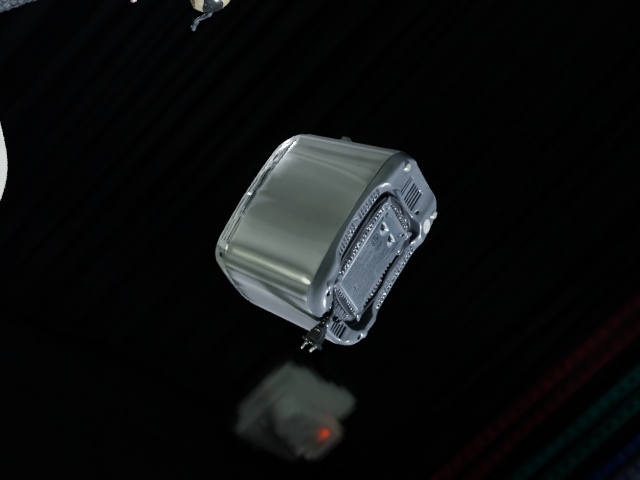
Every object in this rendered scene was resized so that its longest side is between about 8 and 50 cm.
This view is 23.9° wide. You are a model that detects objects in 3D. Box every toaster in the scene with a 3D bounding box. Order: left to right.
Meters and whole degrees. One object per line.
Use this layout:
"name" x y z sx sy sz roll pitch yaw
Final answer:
"toaster" 0.000 0.000 1.492 0.146 0.227 0.129 20 160 33

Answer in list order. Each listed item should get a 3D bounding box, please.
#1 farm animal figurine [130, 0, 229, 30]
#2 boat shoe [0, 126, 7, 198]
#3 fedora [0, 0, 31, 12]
"farm animal figurine" -0.222 -0.445 1.955 0.330 0.327 0.172 16 -154 -28
"boat shoe" -0.201 -0.062 0.750 0.075 0.206 0.065 -19 -123 -30
"fedora" -0.220 -0.225 0.900 0.334 0.153 0.334 2 -153 -1
